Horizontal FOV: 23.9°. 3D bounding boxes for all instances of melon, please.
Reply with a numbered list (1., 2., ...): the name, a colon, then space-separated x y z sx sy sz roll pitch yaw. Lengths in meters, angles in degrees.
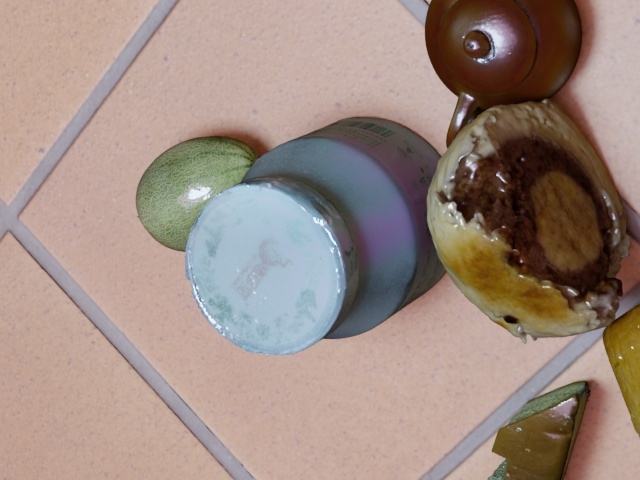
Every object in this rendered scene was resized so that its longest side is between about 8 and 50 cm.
1. melon: -0.154 -0.058 1.894 0.192 0.139 0.139 -24 93 27

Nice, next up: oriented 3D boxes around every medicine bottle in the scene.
1. medicine bottle: 0.000 0.000 1.741 0.245 0.290 0.245 8 109 26

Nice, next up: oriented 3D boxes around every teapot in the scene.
1. teapot: 0.185 -0.206 1.670 0.178 0.135 0.252 28 116 22

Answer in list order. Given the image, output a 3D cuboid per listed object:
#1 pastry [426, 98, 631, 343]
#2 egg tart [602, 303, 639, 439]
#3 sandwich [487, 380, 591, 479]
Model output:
1. pastry: 0.213 -0.017 1.650 0.256 0.237 0.170 41 133 -17
2. egg tart: 0.406 0.122 1.633 0.202 0.202 0.147 -36 75 32
3. sandwich: 0.253 0.263 1.808 0.088 0.090 0.244 19 116 17
